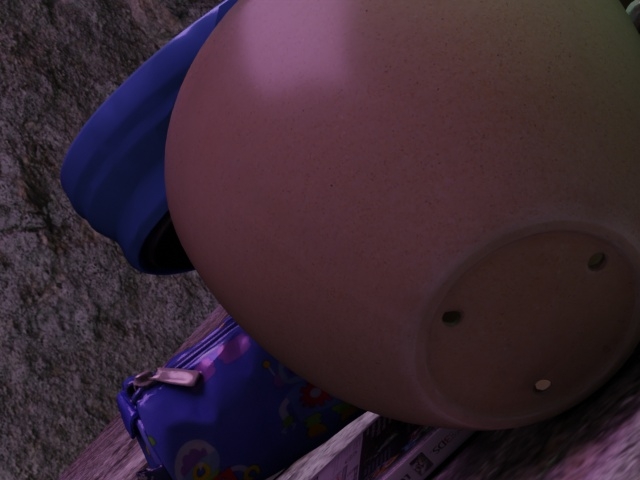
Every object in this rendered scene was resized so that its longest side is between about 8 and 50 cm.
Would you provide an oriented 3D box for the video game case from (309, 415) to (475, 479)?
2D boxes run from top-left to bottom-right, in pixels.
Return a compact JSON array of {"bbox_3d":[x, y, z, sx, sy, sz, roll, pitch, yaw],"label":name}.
[{"bbox_3d":[0.040,0.144,1.227,0.173,0.022,0.190,-44,3,7],"label":"video game case"}]

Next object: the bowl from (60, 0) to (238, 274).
[{"bbox_3d":[0.021,-0.099,1.233,0.391,0.077,0.391,-29,-10,-6],"label":"bowl"}]

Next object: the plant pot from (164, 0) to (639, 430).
[{"bbox_3d":[0.078,-0.009,1.012,0.284,0.284,0.191,-43,38,11],"label":"plant pot"}]

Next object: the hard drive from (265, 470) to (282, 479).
[{"bbox_3d":[0.013,0.101,1.728,0.233,0.047,0.353,-43,5,10],"label":"hard drive"}]

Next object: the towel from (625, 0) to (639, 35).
[{"bbox_3d":[0.280,-0.165,1.342,0.282,0.049,0.187,-43,-21,14],"label":"towel"}]

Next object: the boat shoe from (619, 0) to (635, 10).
[{"bbox_3d":[0.245,-0.188,1.451,0.178,0.064,0.060,-49,17,-6],"label":"boat shoe"}]

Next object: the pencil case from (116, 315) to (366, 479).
[{"bbox_3d":[-0.010,0.075,1.373,0.306,0.133,0.119,-36,41,-3],"label":"pencil case"}]
